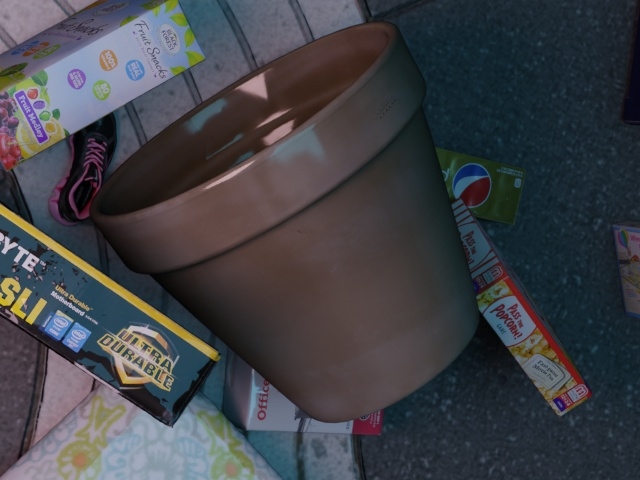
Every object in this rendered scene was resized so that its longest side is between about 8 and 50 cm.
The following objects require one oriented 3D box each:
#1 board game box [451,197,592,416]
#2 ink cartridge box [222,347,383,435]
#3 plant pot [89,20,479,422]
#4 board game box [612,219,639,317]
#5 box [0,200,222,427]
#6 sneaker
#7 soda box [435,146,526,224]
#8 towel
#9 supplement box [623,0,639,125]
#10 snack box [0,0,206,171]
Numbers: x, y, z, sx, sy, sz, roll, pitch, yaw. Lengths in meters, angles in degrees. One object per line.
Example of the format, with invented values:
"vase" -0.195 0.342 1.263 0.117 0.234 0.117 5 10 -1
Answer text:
"board game box" 0.189 0.067 1.844 0.045 0.147 0.193 -34 127 7
"ink cartridge box" -0.014 0.135 1.831 0.150 0.063 0.109 4 93 -25
"plant pot" 0.000 0.000 1.677 0.323 0.323 0.280 -38 107 -16
"board game box" 0.368 0.037 1.944 0.026 0.154 0.103 -14 101 -22
"box" -0.224 0.051 1.556 0.257 0.322 0.079 36 82 -6
"sneaker" -0.215 -0.070 1.724 0.047 0.057 0.119 17 87 -23
"soda box" 0.114 -0.063 1.872 0.181 0.058 0.061 12 90 -24
"towel" -0.153 0.337 1.753 0.320 0.090 0.374 -44 99 -18
"supplement box" 0.534 -0.197 1.974 0.357 0.195 0.194 6 93 -24
"snack box" -0.230 -0.146 1.645 0.207 0.174 0.070 -31 110 -19
